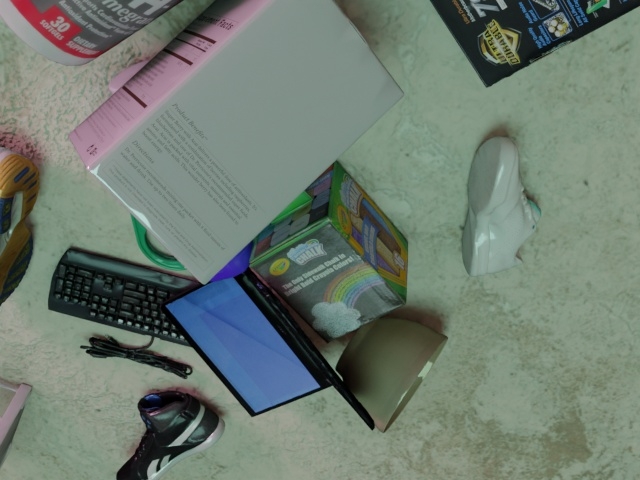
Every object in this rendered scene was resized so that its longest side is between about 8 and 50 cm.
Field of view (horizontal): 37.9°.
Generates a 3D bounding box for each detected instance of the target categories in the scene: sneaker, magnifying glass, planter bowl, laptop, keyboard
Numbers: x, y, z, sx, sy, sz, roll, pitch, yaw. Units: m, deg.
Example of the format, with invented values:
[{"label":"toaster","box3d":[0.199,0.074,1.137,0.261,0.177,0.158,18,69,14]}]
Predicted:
[{"label":"sneaker","box3d":[-0.269,0.308,1.486,0.217,0.079,0.121,-34,114,17]},{"label":"magnifying glass","box3d":[-0.236,-0.049,1.243,0.092,0.026,0.231,-22,124,21]},{"label":"sneaker","box3d":[0.238,-0.045,1.178,0.094,0.080,0.212,-4,134,-6]},{"label":"planter bowl","box3d":[0.090,0.173,1.309,0.109,0.162,0.162,33,127,13]},{"label":"laptop","box3d":[-0.080,0.163,1.251,0.136,0.264,0.234,-39,110,-6]},{"label":"keyboard","box3d":[-0.243,0.128,1.371,0.317,0.033,0.201,16,127,-5]},{"label":"sneaker","box3d":[-0.465,-0.018,1.253,0.131,0.112,0.296,28,125,6]}]

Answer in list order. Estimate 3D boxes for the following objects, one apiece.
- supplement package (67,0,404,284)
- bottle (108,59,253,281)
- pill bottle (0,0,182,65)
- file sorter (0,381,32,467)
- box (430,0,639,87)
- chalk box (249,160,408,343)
[{"label":"supplement package","box3d":[-0.094,-0.134,0.996,0.293,0.175,0.177,-43,116,-4]},{"label":"bottle","box3d":[-0.167,-0.084,1.150,0.092,0.118,0.283,-13,124,16]},{"label":"pill bottle","box3d":[-0.175,-0.323,0.933,0.318,0.176,0.176,-26,120,23]},{"label":"file sorter","box3d":[-0.592,0.346,1.419,0.173,0.278,0.193,25,125,-8]},{"label":"box","box3d":[0.225,-0.345,0.945,0.293,0.073,0.295,-27,120,24]},{"label":"chalk box","box3d":[0.000,0.000,1.190,0.132,0.132,0.213,-29,118,25]}]
